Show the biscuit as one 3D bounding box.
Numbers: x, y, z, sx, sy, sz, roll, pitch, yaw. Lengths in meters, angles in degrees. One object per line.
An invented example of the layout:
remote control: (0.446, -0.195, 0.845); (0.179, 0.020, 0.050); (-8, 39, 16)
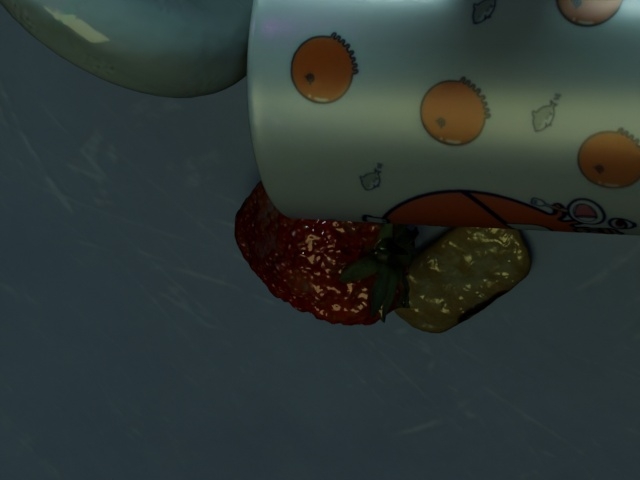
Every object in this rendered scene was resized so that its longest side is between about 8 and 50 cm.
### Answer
biscuit: (0.110, 0.028, 1.420); (0.071, 0.018, 0.147); (43, 132, -10)

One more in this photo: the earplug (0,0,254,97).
earplug: (-0.133, -0.245, 1.146); (0.175, 0.214, 0.326); (-17, 88, 37)

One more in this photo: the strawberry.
strawberry: (0.000, 0.001, 1.376); (0.148, 0.131, 0.131); (5, 129, 9)

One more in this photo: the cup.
cup: (0.135, -0.112, 1.168); (0.317, 0.212, 0.212); (3, 128, 19)
